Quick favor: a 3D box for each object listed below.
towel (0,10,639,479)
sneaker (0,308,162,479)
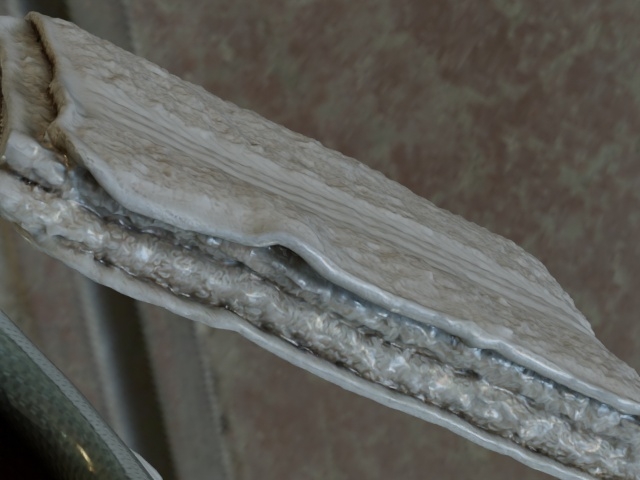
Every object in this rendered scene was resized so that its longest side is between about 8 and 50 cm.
[{"bbox_3d":[0.000,0.000,0.721,0.282,0.187,0.049,25,105,-20],"label":"towel"},{"bbox_3d":[-0.124,0.010,0.350,0.271,0.100,0.108,34,157,10],"label":"sneaker"}]
